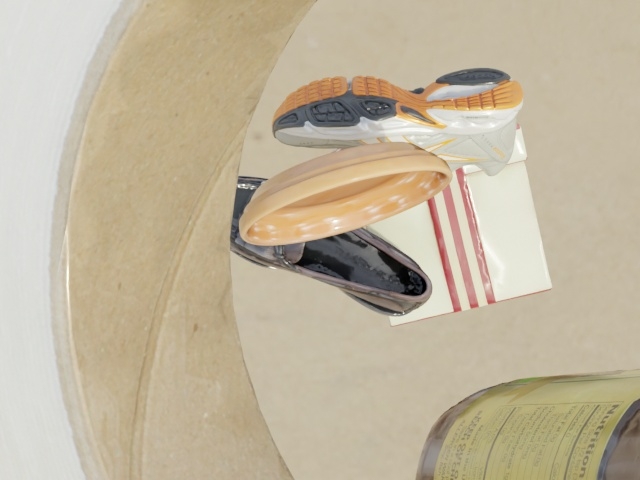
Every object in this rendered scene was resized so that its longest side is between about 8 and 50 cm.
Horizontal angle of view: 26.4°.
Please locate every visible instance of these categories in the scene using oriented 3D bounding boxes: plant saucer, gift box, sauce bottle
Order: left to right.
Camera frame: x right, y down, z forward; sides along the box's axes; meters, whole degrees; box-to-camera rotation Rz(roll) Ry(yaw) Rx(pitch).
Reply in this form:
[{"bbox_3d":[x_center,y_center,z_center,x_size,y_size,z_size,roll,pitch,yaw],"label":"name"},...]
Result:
[{"bbox_3d":[0.020,-0.044,1.237,0.200,0.200,0.037,-14,79,-11],"label":"plant saucer"},{"bbox_3d":[0.145,-0.050,1.810,0.276,0.258,0.255,-13,13,-1],"label":"gift box"},{"bbox_3d":[0.146,0.102,0.518,0.111,0.344,0.111,2,83,-19],"label":"sauce bottle"}]

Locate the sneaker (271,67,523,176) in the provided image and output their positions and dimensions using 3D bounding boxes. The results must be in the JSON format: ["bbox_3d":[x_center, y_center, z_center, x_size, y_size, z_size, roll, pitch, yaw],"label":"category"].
[{"bbox_3d":[0.081,-0.103,1.434,0.262,0.121,0.099,-1,38,6],"label":"sneaker"}]

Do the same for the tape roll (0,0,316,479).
[{"bbox_3d":[0.041,0.017,0.297,0.392,0.392,0.072,30,21,27],"label":"tape roll"}]

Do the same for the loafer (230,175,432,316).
[{"bbox_3d":[0.000,0.000,1.628,0.302,0.095,0.109,25,80,-10],"label":"loafer"}]
